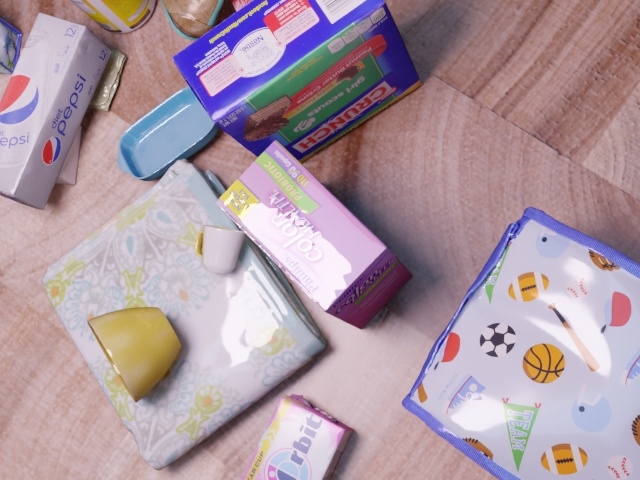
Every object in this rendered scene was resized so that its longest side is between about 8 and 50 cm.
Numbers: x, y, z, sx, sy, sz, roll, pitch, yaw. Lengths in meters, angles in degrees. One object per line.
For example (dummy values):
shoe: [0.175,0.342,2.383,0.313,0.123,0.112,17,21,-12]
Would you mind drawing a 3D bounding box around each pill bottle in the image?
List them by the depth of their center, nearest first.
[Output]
pill bottle: [-0.352,-0.419,1.509,0.117,0.215,0.117,-2,79,13]

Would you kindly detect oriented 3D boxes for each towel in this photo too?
towel: [-0.216,0.103,1.451,0.320,0.090,0.374,-38,73,7]
towel: [-0.402,-0.279,1.594,0.148,0.027,0.110,14,83,16]

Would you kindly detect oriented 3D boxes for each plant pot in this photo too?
plant pot: [-0.255,0.148,1.353,0.095,0.134,0.134,-30,73,-17]

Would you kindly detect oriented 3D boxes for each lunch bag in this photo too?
lunch bag: [0.343,0.183,1.223,0.385,0.239,0.328,32,90,10]
lunch bag: [-0.593,-0.341,1.587,0.128,0.151,0.096,2,81,15]

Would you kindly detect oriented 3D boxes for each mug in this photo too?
mug: [-0.145,0.013,1.378,0.062,0.078,0.064,9,93,-16]

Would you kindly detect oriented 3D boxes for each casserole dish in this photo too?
casserole dish: [-0.237,-0.165,1.517,0.188,0.037,0.114,-36,57,6]

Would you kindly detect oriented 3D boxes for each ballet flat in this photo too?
ballet flat: [-0.237,-0.473,1.486,0.124,0.116,0.342,-43,67,34]

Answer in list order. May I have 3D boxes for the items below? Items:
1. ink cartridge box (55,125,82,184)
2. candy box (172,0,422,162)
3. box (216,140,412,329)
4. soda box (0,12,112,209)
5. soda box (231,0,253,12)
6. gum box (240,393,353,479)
ink cartridge box: [-0.492,-0.149,1.575,0.180,0.060,0.104,2,79,14]
candy box: [-0.019,-0.237,1.342,0.268,0.317,0.122,-34,76,7]
box: [0.000,0.000,1.333,0.117,0.243,0.213,-46,73,3]
soda box: [-0.435,-0.200,1.489,0.091,0.098,0.286,19,83,17]
soda box: [-0.133,-0.465,1.528,0.083,0.092,0.263,-28,74,9]
gum box: [-0.039,0.324,1.377,0.107,0.062,0.188,25,87,16]
